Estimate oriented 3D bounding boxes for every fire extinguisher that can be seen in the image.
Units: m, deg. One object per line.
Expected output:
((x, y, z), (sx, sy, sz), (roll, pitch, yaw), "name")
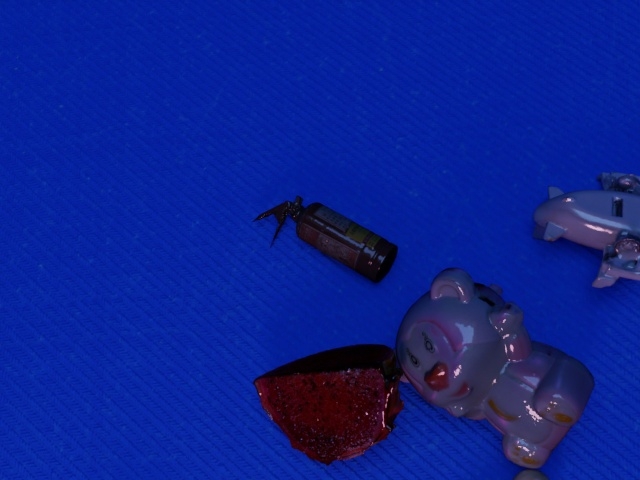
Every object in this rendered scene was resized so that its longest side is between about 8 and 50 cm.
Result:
((0.001, -0.005, 1.771), (0.252, 0.075, 0.106), (29, 74, 16), "fire extinguisher")

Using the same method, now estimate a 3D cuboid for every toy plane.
((0.478, -0.024, 1.712), (0.245, 0.117, 0.244), (0, 50, -1), "toy plane")

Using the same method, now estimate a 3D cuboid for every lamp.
((0.273, 0.179, 1.614), (0.301, 0.247, 0.247), (32, 44, 10), "lamp")

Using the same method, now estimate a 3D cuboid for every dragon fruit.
((0.041, 0.241, 1.626), (0.262, 0.163, 0.189), (-13, 34, 37), "dragon fruit")

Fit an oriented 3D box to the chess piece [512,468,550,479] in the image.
((0.289, 0.422, 1.569), (0.170, 0.094, 0.094), (-38, 69, -17), "chess piece")
